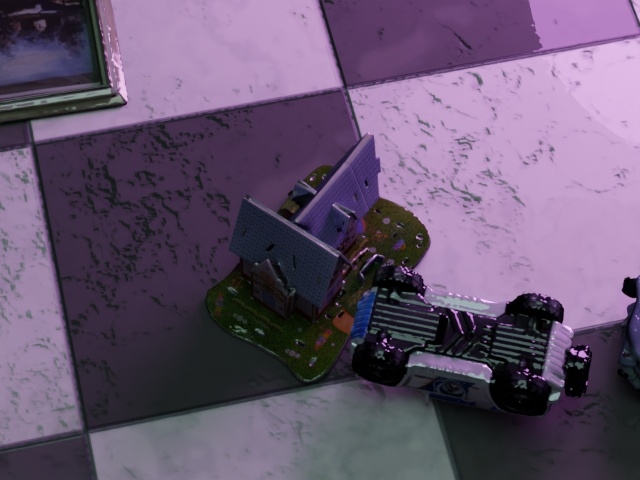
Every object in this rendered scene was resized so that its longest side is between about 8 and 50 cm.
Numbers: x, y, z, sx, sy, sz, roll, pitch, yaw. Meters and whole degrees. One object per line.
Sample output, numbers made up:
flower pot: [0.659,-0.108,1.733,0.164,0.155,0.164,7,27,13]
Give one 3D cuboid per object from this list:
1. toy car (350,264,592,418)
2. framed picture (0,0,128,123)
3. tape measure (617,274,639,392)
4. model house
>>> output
toy car: [0.107,0.078,1.283,0.171,0.070,0.080,11,60,7]
framed picture: [-0.316,-0.185,1.455,0.296,0.019,0.232,-10,61,-7]
tape measure: [0.259,0.073,1.301,0.091,0.054,0.094,3,57,7]
model house: [0.000,0.000,1.315,0.117,0.088,0.167,34,64,18]
